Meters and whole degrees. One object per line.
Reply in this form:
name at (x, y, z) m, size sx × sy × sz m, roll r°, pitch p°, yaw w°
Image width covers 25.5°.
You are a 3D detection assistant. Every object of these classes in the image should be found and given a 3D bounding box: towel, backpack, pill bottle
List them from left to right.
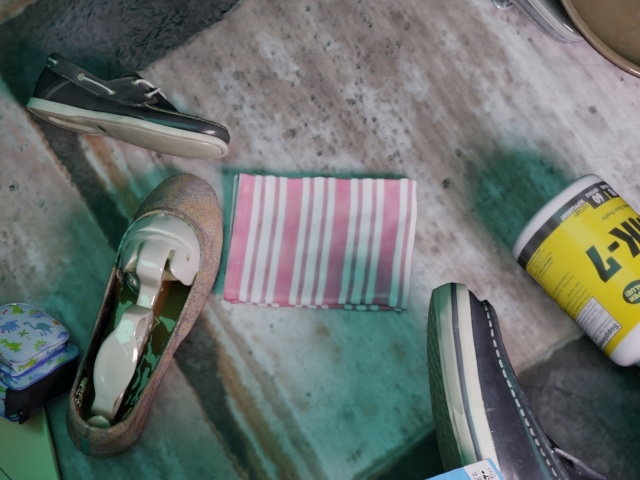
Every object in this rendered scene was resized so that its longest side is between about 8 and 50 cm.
backpack at (-0.315, 0.114, 1.444) m, size 0.114 × 0.084 × 0.105 m, roll 28°, pitch 36°, yaw 24°
towel at (0.000, 0.000, 1.477) m, size 0.197 × 0.029 × 0.144 m, roll 2°, pitch 74°, yaw 8°
pill bottle at (0.296, 0.046, 1.375) m, size 0.119 × 0.119 × 0.208 m, roll -41°, pitch 72°, yaw -6°

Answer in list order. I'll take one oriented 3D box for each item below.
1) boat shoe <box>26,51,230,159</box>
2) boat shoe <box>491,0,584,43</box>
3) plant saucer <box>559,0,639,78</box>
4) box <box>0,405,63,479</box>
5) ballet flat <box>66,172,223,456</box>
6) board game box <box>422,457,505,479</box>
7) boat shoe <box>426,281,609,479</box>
boat shoe at (-0.201, -0.145, 1.522) m, size 0.233 × 0.084 × 0.079 m, roll 17°, pitch 76°, yaw 16°
boat shoe at (0.200, -0.337, 1.530) m, size 0.118 × 0.103 × 0.320 m, roll -31°, pitch 76°, yaw -23°
plant saucer at (0.359, -0.280, 1.469) m, size 0.278 × 0.041 × 0.278 m, roll 4°, pitch 73°, yaw -14°
box at (-0.338, 0.278, 1.440) m, size 0.164 × 0.021 × 0.201 m, roll -18°, pitch 72°, yaw 2°
ballet flat at (-0.176, 0.067, 1.439) m, size 0.107 × 0.106 × 0.316 m, roll 14°, pitch 75°, yaw 5°
board game box at (-0.022, 0.316, 1.172) m, size 0.308 × 0.302 × 0.086 m, roll -45°, pitch 65°, yaw 37°
boat shoe at (0.216, 0.268, 1.289) m, size 0.156 × 0.187 × 0.500 m, roll -19°, pitch 76°, yaw -4°
